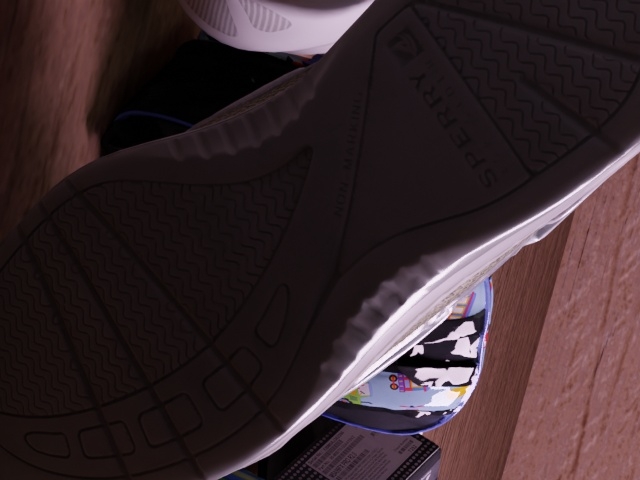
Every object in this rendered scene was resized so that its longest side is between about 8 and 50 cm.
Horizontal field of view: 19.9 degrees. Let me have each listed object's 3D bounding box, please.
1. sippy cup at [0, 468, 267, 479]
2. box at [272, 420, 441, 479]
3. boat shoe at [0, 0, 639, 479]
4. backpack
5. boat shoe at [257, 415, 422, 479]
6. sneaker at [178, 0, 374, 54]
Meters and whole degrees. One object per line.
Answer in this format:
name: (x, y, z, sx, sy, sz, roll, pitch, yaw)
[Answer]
sippy cup: (-0.046, 0.194, 0.747, 0.240, 0.224, 0.305, 92, 19, -48)
box: (-0.041, 0.246, 1.021, 0.270, 0.060, 0.216, -40, 149, -36)
boat shoe: (0.004, -0.007, 0.634, 0.320, 0.118, 0.103, -37, 168, 24)
backpack: (0.000, 0.000, 0.807, 0.117, 0.173, 0.158, -58, 159, -48)
boat shoe: (0.011, 0.079, 1.100, 0.091, 0.114, 0.302, -13, 123, -22)
sneaker: (-0.050, -0.158, 0.543, 0.447, 0.257, 0.169, 138, -65, -67)
